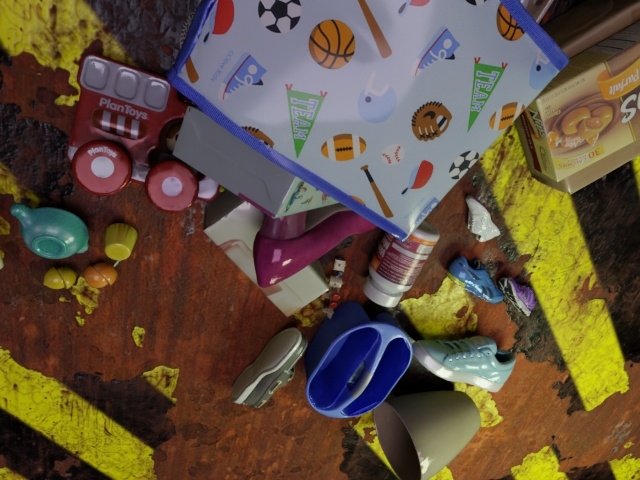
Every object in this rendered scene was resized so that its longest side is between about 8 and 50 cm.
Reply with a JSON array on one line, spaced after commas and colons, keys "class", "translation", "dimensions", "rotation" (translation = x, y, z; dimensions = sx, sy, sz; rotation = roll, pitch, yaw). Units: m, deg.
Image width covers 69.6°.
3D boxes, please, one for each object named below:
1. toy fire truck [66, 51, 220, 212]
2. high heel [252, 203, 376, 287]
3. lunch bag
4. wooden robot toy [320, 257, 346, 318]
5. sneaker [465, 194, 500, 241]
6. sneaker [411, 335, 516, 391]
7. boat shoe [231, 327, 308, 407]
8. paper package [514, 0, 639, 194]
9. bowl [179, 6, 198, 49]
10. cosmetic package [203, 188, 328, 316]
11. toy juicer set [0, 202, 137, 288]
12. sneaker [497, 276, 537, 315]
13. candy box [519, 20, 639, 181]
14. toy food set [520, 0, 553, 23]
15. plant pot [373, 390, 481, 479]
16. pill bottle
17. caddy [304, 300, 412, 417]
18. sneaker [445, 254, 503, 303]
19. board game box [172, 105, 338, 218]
[{"class": "toy fire truck", "translation": [-0.331, -0.202, 0.908], "dimensions": [0.301, 0.169, 0.254], "rotation": [14, 97, -18]}, {"class": "high heel", "translation": [0.000, 0.000, 1.002], "dimensions": [0.377, 0.127, 0.182], "rotation": [3, 104, -48]}, {"class": "lunch bag", "translation": [0.047, -0.240, 0.599], "dimensions": [0.385, 0.239, 0.328], "rotation": [26, 112, -31]}, {"class": "wooden robot toy", "translation": [0.012, 0.124, 1.190], "dimensions": [0.078, 0.076, 0.174], "rotation": [11, 116, -4]}, {"class": "sneaker", "translation": [0.402, -0.051, 1.171], "dimensions": [0.061, 0.054, 0.152], "rotation": [-34, 119, 12]}, {"class": "sneaker", "translation": [0.426, 0.327, 1.350], "dimensions": [0.365, 0.135, 0.150], "rotation": [21, 105, -30]}, {"class": "boat shoe", "translation": [-0.127, 0.356, 1.270], "dimensions": [0.091, 0.109, 0.305], "rotation": [32, 115, -24]}, {"class": "paper package", "translation": [0.586, -0.321, 0.992], "dimensions": [0.309, 0.168, 0.325], "rotation": [-30, 119, 5]}, {"class": "bowl", "translation": [-0.178, -0.361, 0.866], "dimensions": [0.170, 0.080, 0.170], "rotation": [-5, 111, -13]}, {"class": "cosmetic package", "translation": [-0.123, 0.014, 1.057], "dimensions": [0.129, 0.153, 0.296], "rotation": [-34, 117, 8]}, {"class": "toy juicer set", "translation": [-0.595, 0.011, 1.013], "dimensions": [0.328, 0.090, 0.209], "rotation": [17, 127, -27]}, {"class": "sneaker", "translation": [0.565, 0.146, 1.314], "dimensions": [0.071, 0.068, 0.170], "rotation": [-49, 125, 0]}, {"class": "candy box", "translation": [0.545, -0.271, 0.864], "dimensions": [0.316, 0.088, 0.183], "rotation": [-29, 119, 4]}, {"class": "toy food set", "translation": [0.333, -0.548, 0.864], "dimensions": [0.305, 0.092, 0.220], "rotation": [21, 113, -21]}, {"class": "plant pot", "translation": [0.344, 0.569, 1.412], "dimensions": [0.273, 0.256, 0.257], "rotation": [-15, 121, -21]}, {"class": "pill bottle", "translation": [0.194, 0.050, 1.150], "dimensions": [0.121, 0.121, 0.221], "rotation": [17, 114, -18]}, {"class": "caddy", "translation": [0.097, 0.336, 1.257], "dimensions": [0.241, 0.179, 0.342], "rotation": [21, 113, -19]}, {"class": "sneaker", "translation": [0.439, 0.106, 1.256], "dimensions": [0.209, 0.069, 0.082], "rotation": [28, 106, -22]}, {"class": "board game box", "translation": [-0.077, -0.149, 0.847], "dimensions": [0.224, 0.303, 0.098], "rotation": [33, 113, 16]}]
